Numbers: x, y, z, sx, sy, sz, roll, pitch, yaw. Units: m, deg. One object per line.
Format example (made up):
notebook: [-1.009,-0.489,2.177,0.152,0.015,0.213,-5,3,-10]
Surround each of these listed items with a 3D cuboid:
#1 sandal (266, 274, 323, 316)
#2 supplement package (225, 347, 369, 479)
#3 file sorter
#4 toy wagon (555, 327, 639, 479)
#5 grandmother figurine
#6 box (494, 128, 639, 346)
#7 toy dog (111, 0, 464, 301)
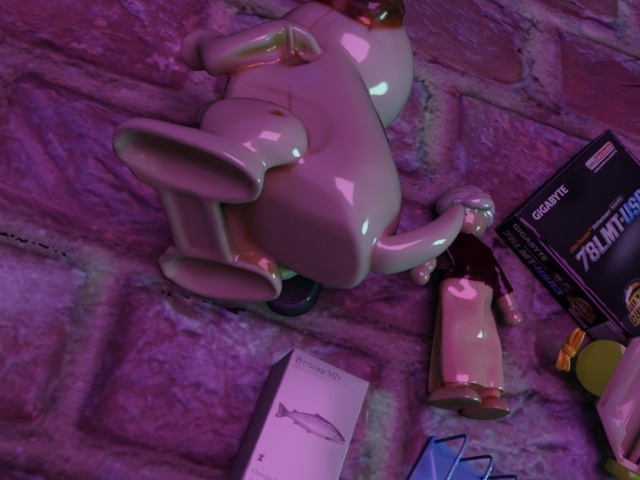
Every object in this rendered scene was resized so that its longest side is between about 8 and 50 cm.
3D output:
sandal: [-0.001,0.000,0.882,0.097,0.054,0.254,18,58,26]
supplement package: [-0.031,0.236,0.745,0.105,0.105,0.179,25,62,-7]
file sorter: [0.197,0.338,0.782,0.170,0.104,0.118,39,62,-1]
toy wagon: [0.500,0.225,0.882,0.344,0.068,0.267,27,92,18]
grandmother figurine: [0.204,0.067,0.909,0.207,0.104,0.343,30,55,-37]
box: [0.482,0.003,1.043,0.295,0.073,0.293,-36,84,-28]
toy dog: [-0.007,-0.159,0.797,0.395,0.285,0.408,5,51,19]
